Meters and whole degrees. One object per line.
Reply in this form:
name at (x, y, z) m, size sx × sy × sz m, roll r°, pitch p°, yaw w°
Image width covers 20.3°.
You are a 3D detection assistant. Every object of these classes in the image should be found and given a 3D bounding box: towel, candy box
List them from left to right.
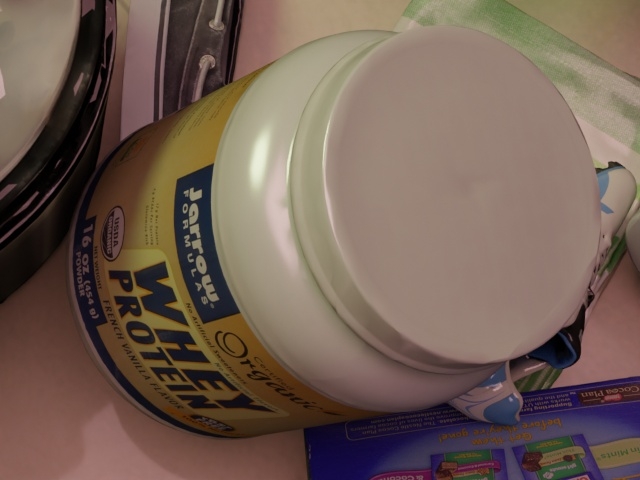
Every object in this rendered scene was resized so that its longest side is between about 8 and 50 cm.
towel at (0.110, -0.021, 1.334) m, size 0.248 × 0.038 × 0.325 m, roll 30°, pitch 76°, yaw 7°
candy box at (0.135, 0.242, 1.131) m, size 0.268 × 0.122 × 0.317 m, roll -8°, pitch 36°, yaw -1°

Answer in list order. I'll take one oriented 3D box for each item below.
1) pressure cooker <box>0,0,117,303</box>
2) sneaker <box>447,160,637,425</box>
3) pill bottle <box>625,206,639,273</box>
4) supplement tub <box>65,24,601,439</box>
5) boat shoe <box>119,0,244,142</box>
pressure cooker at (-0.312, -0.129, 1.135) m, size 0.369 × 0.420 × 0.376 m, roll 28°, pitch 78°, yaw -5°
sneaker at (0.160, 0.037, 1.237) m, size 0.086 × 0.085 × 0.237 m, roll 34°, pitch 58°, yaw 14°
pill bottle at (0.354, -0.066, 1.276) m, size 0.160 × 0.160 × 0.283 m, roll 41°, pitch 71°, yaw 9°
supplement tub at (0.000, 0.000, 1.114) m, size 0.228 × 0.316 × 0.228 m, roll 7°, pitch 76°, yaw -31°
boat shoe at (-0.092, -0.083, 1.316) m, size 0.102 × 0.108 × 0.301 m, roll 1°, pitch 67°, yaw 0°
